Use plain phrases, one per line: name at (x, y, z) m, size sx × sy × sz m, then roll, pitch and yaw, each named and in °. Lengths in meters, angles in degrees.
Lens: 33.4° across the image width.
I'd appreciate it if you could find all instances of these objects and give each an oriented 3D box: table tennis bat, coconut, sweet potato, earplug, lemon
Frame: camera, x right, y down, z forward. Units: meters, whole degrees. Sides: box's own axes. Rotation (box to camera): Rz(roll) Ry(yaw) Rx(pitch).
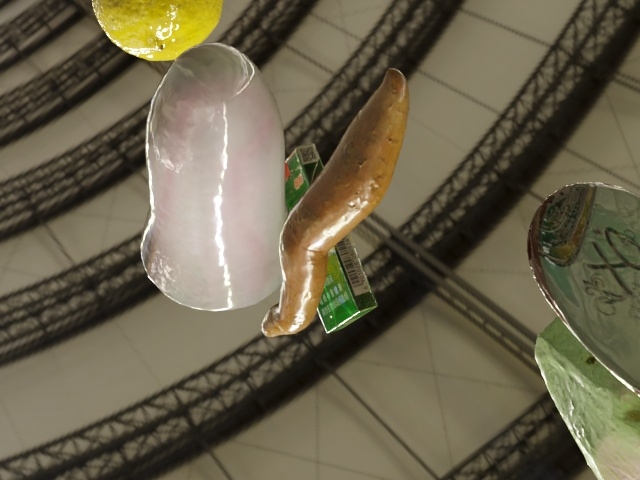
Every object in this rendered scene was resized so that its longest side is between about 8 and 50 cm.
table tennis bat at (0.264, 0.076, 0.741) m, size 0.173 × 0.022 × 0.301 m, roll -30°, pitch -108°, yaw -40°
coconut at (0.416, 0.155, 1.268) m, size 0.328 × 0.328 × 0.281 m, roll -30°, pitch 177°, yaw 7°
sweet potato at (0.003, -0.010, 0.563) m, size 0.179 × 0.044 × 0.044 m, roll -64°, pitch -149°, yaw 28°
earplug at (-0.105, -0.078, 1.051) m, size 0.172 × 0.301 × 0.172 m, roll 1°, pitch -123°, yaw -2°
lemon at (-0.214, -0.337, 1.417) m, size 0.178 × 0.178 × 0.203 m, roll -14°, pitch -122°, yaw 24°

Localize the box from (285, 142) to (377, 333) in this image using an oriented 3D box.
box at (0.000, 0.000, 1.447) m, size 0.034 × 0.235 × 0.132 m, roll -16°, pitch 170°, yaw -23°
